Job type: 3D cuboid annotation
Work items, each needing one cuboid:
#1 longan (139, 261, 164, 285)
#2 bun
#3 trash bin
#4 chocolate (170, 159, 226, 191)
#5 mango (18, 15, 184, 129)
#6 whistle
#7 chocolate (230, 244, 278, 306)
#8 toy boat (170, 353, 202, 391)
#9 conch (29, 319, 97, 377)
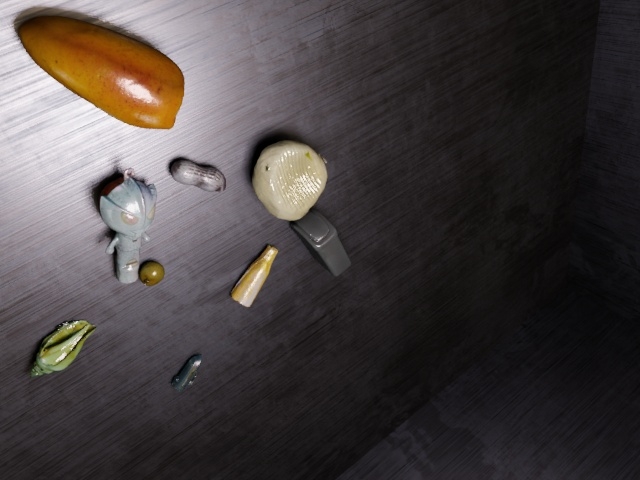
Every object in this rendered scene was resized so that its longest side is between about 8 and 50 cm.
[{"bbox_3d":[-0.489,0.099,1.422,0.075,0.083,0.075,3,125,4],"label":"longan"},{"bbox_3d":[-0.102,-0.185,1.504,0.259,0.160,0.258,-11,107,-41],"label":"bun"},{"bbox_3d":[0.000,0.000,1.679,0.101,0.177,0.236,-43,138,-10],"label":"trash bin"},{"bbox_3d":[-0.339,-0.179,1.380,0.167,0.072,0.072,12,107,-39],"label":"chocolate"},{"bbox_3d":[-0.472,-0.384,1.090,0.350,0.199,0.201,23,71,-31],"label":"mango"},{"bbox_3d":[-0.510,-0.038,1.304,0.142,0.134,0.345,-59,168,-57],"label":"whistle"},{"bbox_3d":[-0.215,0.115,1.653,0.086,0.086,0.219,33,90,-44],"label":"chocolate"},{"bbox_3d":[-0.447,0.445,1.678,0.060,0.055,0.141,35,91,-37],"label":"toy boat"},{"bbox_3d":[-0.725,0.303,1.367,0.095,0.080,0.200,42,70,-31],"label":"conch"}]
